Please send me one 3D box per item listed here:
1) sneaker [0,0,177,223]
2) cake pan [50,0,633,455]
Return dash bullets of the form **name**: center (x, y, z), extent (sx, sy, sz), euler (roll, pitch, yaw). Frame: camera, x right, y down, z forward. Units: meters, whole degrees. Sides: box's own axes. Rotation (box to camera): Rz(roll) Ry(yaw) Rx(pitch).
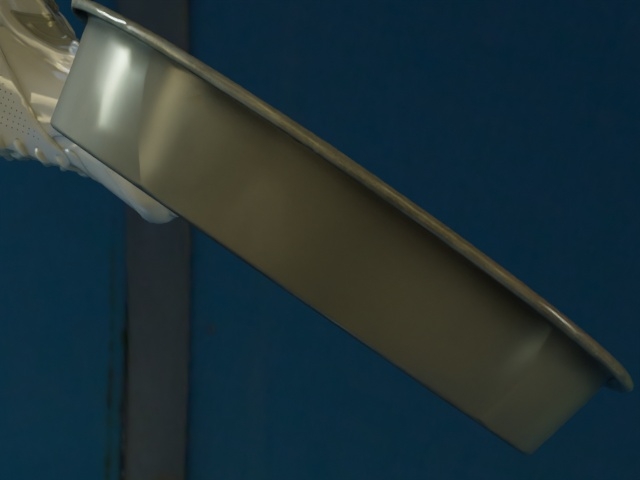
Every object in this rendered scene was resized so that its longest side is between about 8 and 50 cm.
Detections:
- **sneaker**: center (-0.172, -0.075, 1.017), extent (0.115, 0.090, 0.232), euler (-46, -113, 1)
- **cake pan**: center (0.000, 0.000, 0.729), extent (0.293, 0.293, 0.054), euler (34, -92, 17)
